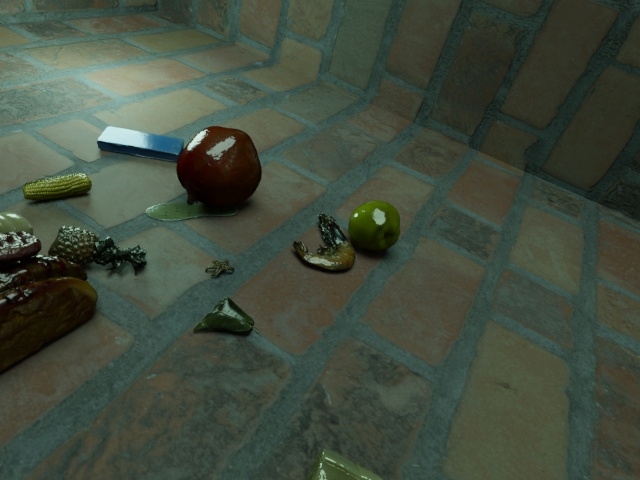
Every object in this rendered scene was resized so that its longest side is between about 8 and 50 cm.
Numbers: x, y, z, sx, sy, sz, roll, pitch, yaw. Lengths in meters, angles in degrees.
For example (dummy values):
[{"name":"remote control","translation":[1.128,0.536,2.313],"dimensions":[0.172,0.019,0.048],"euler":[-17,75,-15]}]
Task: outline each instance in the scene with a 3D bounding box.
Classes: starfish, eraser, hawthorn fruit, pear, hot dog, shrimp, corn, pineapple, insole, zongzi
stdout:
[{"name":"starfish","translation":[-0.311,0.082,1.355],"dimensions":[0.078,0.028,0.091],"euler":[21,33,10]},{"name":"eraser","translation":[-0.730,-0.397,1.781],"dimensions":[0.312,0.042,0.144],"euler":[8,38,-11]},{"name":"hawthorn fruit","translation":[-0.365,-0.267,1.560],"dimensions":[0.295,0.294,0.311],"euler":[39,33,26]},{"name":"pear","translation":[0.196,-0.056,1.588],"dimensions":[0.198,0.198,0.198],"euler":[10,38,-8]},{"name":"hot dog","translation":[-0.717,0.149,0.967],"dimensions":[0.185,0.223,0.405],"euler":[29,39,19]},{"name":"shrimp","translation":[0.000,0.000,1.549],"dimensions":[0.223,0.054,0.290],"euler":[0,45,-20]},{"name":"corn","translation":[-0.869,-0.177,1.437],"dimensions":[0.203,0.071,0.072],"euler":[-20,50,-36]},{"name":"pineapple","translation":[-0.629,0.036,1.245],"dimensions":[0.252,0.125,0.125],"euler":[15,37,-20]},{"name":"insole","translation":[-0.455,-0.108,1.555],"dimensions":[0.323,0.007,0.109],"euler":[-4,43,-23]},{"name":"zongzi","translation":[-0.246,0.246,1.176],"dimensions":[0.154,0.062,0.130],"euler":[41,63,6]}]

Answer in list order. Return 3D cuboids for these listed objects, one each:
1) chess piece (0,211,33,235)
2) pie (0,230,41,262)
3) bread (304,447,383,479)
[{"name":"chess piece","translation":[-0.858,-0.006,1.101],"dimensions":[0.167,0.166,0.299],"euler":[11,9,-7]},{"name":"pie","translation":[-0.696,0.013,0.942],"dimensions":[0.155,0.036,0.154],"euler":[7,18,-2]},{"name":"bread","translation":[0.036,0.515,0.862],"dimensions":[0.141,0.134,0.148],"euler":[26,50,5]}]
